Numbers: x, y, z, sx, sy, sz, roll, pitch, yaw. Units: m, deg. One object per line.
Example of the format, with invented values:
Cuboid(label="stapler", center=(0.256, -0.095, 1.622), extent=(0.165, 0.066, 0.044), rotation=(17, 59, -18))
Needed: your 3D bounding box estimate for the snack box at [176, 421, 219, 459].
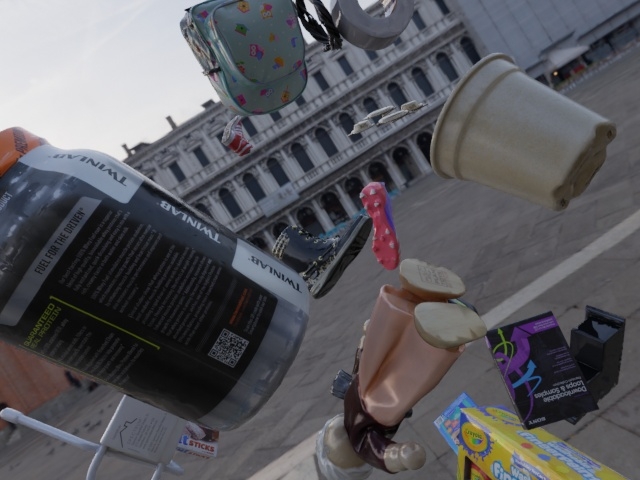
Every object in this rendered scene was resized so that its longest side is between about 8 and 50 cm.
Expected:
Cuboid(label="snack box", center=(-0.288, 0.393, 0.895), extent=(0.022, 0.178, 0.064), rotation=(-38, 35, 29))

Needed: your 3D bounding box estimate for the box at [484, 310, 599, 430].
Cuboid(label="box", center=(0.353, 0.209, 0.711), extent=(0.116, 0.162, 0.029), rotation=(-20, -20, 5))

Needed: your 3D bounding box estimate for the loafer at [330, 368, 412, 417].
Cuboid(label="loafer", center=(0.132, 0.396, 1.132), extent=(0.224, 0.078, 0.076), rotation=(11, -16, 29))

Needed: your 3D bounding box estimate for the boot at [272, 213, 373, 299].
Cuboid(label="boot", center=(-0.001, 0.001, 1.057), extent=(0.236, 0.179, 0.085), rotation=(-56, -24, 13))

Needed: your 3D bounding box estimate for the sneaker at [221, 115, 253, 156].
Cuboid(label="sneaker", center=(-0.188, -0.240, 1.022), extent=(0.042, 0.067, 0.118), rotation=(-32, 35, 29))

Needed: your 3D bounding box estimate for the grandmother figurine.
Cuboid(label="grandmother figurine", center=(0.071, 0.184, 0.540), extent=(0.207, 0.104, 0.342), rotation=(-81, 9, -57))

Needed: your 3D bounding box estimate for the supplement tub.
Cuboid(label="supplement tub", center=(-0.197, 0.046, 0.468), extent=(0.207, 0.338, 0.207), rotation=(-44, 25, 26))

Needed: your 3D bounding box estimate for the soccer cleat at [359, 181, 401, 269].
Cuboid(label="soccer cleat", center=(0.179, -0.042, 1.209), extent=(0.083, 0.247, 0.095), rotation=(-11, 11, 42))

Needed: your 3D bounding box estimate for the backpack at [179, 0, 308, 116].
Cuboid(label="backpack", center=(-0.105, -0.295, 0.698), extent=(0.166, 0.188, 0.144), rotation=(-34, 33, -21))

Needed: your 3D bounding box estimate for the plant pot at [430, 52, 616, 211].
Cuboid(label="plant pot", center=(0.494, -0.236, 1.053), extent=(0.334, 0.305, 0.333), rotation=(-30, -40, -29))

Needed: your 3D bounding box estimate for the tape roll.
Cuboid(label="tape roll", center=(0.138, -0.634, 1.181), extent=(0.219, 0.219, 0.072), rotation=(-32, 4, -15))

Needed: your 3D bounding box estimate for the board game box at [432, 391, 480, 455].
Cuboid(label="board game box", center=(0.494, 0.633, 1.459), extent=(0.160, 0.047, 0.210), rotation=(-46, 26, 3))

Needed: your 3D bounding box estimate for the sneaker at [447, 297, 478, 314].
Cuboid(label="sneaker", center=(0.320, 0.186, 1.214), extent=(0.235, 0.084, 0.097), rotation=(24, 50, 33))

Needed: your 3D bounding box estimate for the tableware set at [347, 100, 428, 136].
Cuboid(label="tableware set", center=(0.145, -0.270, 0.956), extent=(0.169, 0.020, 0.141), rotation=(3, 34, 48))

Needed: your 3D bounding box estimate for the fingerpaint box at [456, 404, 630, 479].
Cuboid(label="fingerpaint box", center=(0.525, 0.676, 1.084), extent=(0.163, 0.370, 0.445), rotation=(2, 2, -17))

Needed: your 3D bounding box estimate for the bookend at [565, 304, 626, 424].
Cuboid(label="bookend", center=(0.491, 0.231, 0.826), extent=(0.157, 0.156, 0.072), rotation=(-23, 26, -27))

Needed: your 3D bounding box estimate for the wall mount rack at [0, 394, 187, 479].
Cuboid(label="wall mount rack", center=(-0.340, 0.257, 0.769), extent=(0.131, 0.304, 0.349), rotation=(-20, 44, 55))

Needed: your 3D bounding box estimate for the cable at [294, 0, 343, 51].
Cuboid(label="cable", center=(-0.008, -0.598, 1.199), extent=(0.047, 0.184, 0.150), rotation=(-39, 35, -2))
